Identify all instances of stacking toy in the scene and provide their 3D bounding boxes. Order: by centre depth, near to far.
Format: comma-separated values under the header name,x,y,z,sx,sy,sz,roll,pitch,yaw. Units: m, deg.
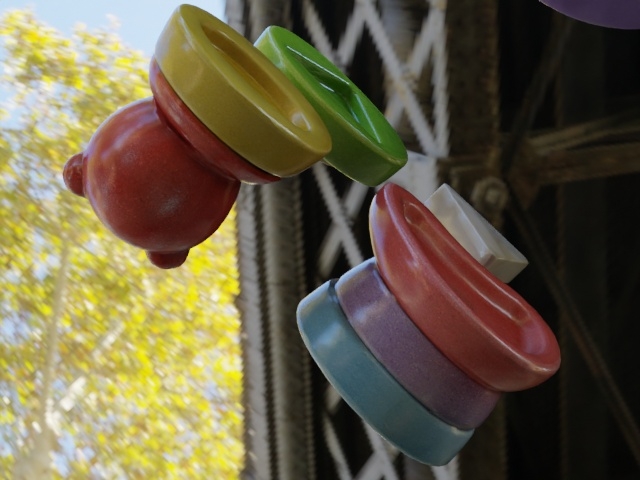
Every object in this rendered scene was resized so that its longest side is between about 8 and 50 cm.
name,x,y,z,sx,sy,sz,roll,pitch,yaw
stacking toy,0.000,0.000,0.956,0.309,0.279,0.130,45,-76,-1

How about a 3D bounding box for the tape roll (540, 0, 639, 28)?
name,x,y,z,sx,sy,sz,roll,pitch,yaw
tape roll,0.204,-0.243,1.023,0.189,0.080,0.189,6,-120,-11
